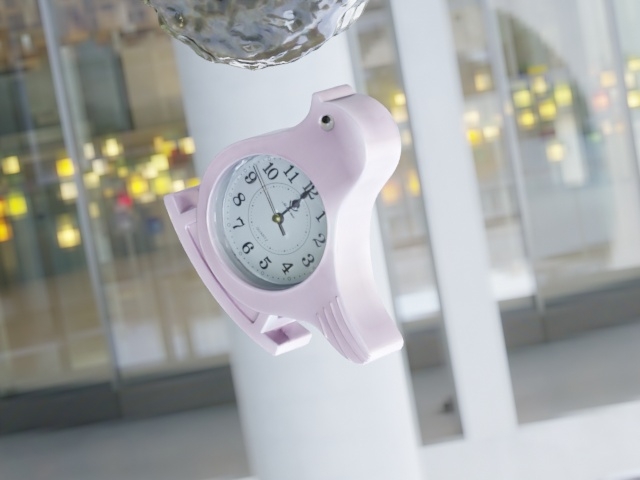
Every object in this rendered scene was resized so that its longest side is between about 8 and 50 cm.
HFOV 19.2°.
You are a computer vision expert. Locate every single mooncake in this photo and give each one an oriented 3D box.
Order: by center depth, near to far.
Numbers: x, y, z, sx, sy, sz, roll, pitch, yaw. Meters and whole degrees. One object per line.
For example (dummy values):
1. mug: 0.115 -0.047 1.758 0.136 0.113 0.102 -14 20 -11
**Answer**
1. mooncake: -0.057 -0.263 1.650 0.228 0.228 0.124 -8 -162 17

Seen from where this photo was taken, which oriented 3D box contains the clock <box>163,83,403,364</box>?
1. clock: 0.000 0.000 2.068 0.275 0.290 0.080 -38 171 30
